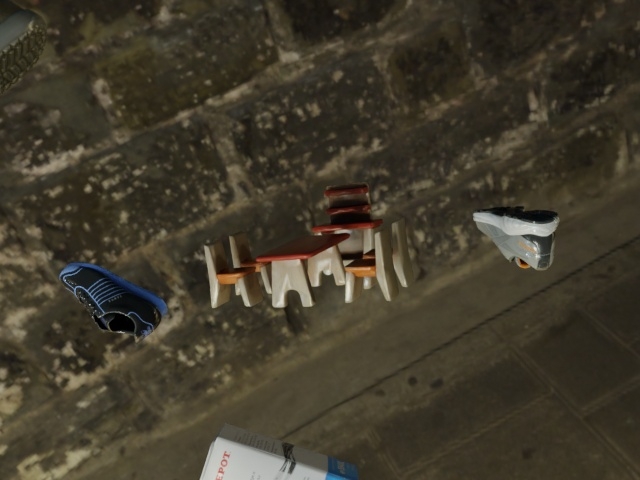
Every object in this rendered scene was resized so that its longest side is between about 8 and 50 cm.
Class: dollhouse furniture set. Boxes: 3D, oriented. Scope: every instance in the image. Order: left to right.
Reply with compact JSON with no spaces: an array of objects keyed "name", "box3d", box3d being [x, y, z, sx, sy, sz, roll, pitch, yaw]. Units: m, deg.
[{"name":"dollhouse furniture set","box3d":[0.000,0.000,1.108,0.262,0.135,0.259,-4,9,23]}]

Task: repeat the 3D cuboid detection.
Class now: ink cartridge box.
[{"name":"ink cartridge box","box3d":[-0.066,0.356,1.061,0.203,0.148,0.086,19,2,1]}]

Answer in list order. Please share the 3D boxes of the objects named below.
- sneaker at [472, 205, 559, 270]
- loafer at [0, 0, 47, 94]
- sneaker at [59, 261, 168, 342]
[{"name":"sneaker","box3d":[0.357,-0.009,1.449,0.100,0.107,0.271,-6,9,-7]},{"name":"loafer","box3d":[-0.343,-0.126,0.634,0.251,0.087,0.094,-49,0,-31]},{"name":"sneaker","box3d":[-0.402,0.114,1.435,0.232,0.081,0.090,18,46,18]}]
